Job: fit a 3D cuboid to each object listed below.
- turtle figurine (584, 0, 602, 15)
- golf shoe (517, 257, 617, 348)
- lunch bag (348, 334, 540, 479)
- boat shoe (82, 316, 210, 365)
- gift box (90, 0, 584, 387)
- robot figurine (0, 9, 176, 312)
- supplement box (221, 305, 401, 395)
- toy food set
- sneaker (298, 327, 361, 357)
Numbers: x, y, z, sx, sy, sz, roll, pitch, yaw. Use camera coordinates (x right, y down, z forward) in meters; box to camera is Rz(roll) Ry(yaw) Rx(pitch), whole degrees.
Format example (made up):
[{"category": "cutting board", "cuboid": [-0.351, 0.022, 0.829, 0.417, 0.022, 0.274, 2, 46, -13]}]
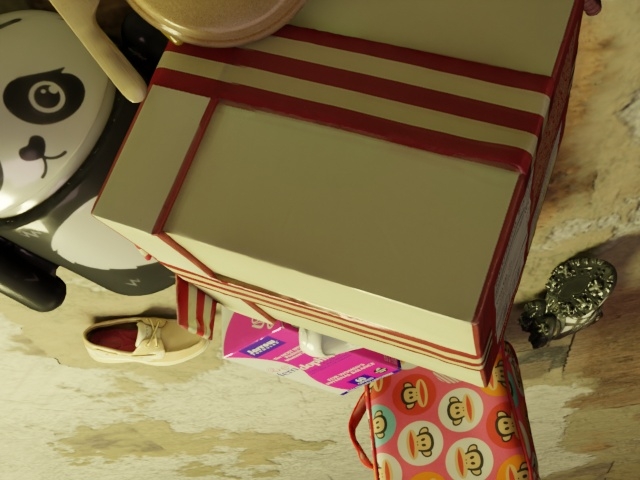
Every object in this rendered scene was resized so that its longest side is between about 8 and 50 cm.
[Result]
[{"category": "turtle figurine", "cuboid": [0.221, -0.222, 0.401, 0.266, 0.274, 0.198, 20, 104, -29]}, {"category": "golf shoe", "cuboid": [0.354, 0.078, 1.005, 0.094, 0.077, 0.198, -9, 154, -23]}, {"category": "lunch bag", "cuboid": [0.166, 0.268, 1.050, 0.258, 0.293, 0.120, -14, 145, 18]}, {"category": "boat shoe", "cuboid": [-0.235, 0.132, 0.979, 0.170, 0.063, 0.059, -6, 153, 1]}, {"category": "gift box", "cuboid": [0.019, -0.039, 0.516, 0.258, 0.255, 0.276, 17, 161, 18]}, {"category": "robot figurine", "cuboid": [-0.178, -0.057, 0.593, 0.174, 0.209, 0.278, -10, 150, 29]}, {"category": "supplement box", "cuboid": [-0.010, 0.111, 0.943, 0.111, 0.114, 0.220, -31, 138, 34]}, {"category": "toy food set", "cuboid": [-0.059, -0.172, 0.394, 0.192, 0.038, 0.132, -29, 110, 11]}, {"category": "sneaker", "cuboid": [0.074, 0.082, 0.843, 0.115, 0.090, 0.232, 18, -156, 38]}]
